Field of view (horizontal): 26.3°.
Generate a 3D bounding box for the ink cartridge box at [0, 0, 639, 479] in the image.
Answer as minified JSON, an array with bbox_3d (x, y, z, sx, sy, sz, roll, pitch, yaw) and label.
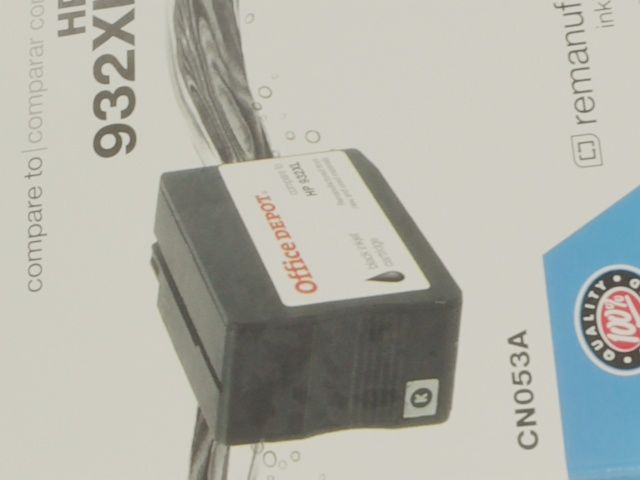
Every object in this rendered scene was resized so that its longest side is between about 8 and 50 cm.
[{"bbox_3d":[0.000,0.000,0.523,0.129,0.308,0.223,53,32,-70],"label":"ink cartridge box"}]
